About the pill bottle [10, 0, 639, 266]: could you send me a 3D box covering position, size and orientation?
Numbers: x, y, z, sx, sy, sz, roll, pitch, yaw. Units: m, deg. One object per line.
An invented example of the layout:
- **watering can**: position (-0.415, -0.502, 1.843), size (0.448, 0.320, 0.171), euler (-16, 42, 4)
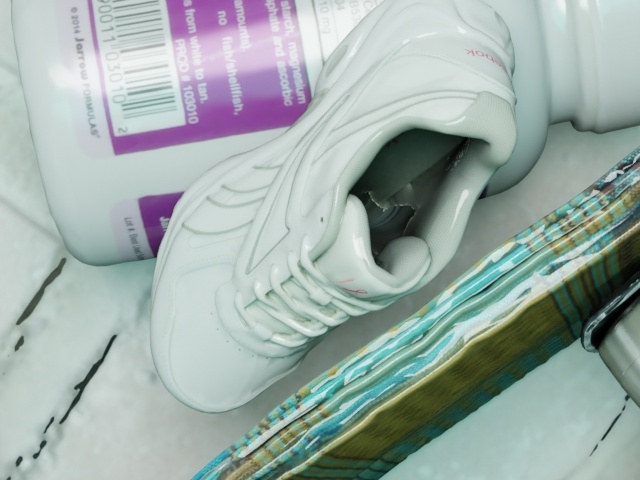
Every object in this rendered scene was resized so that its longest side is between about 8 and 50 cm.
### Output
- **pill bottle**: position (0.012, -0.093, 0.955), size (0.301, 0.169, 0.169), euler (-10, 96, 0)

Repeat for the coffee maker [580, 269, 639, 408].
- **coffee maker**: position (0.232, 0.064, 0.885), size (0.178, 0.120, 0.171), euler (54, 124, 19)

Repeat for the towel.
- **towel**: position (0.030, 0.079, 0.929), size (0.370, 0.271, 0.040), euler (-36, 79, 1)

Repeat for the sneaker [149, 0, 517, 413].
- **sneaker**: position (0.000, 0.000, 0.844), size (0.090, 0.115, 0.232), euler (28, 115, -22)
